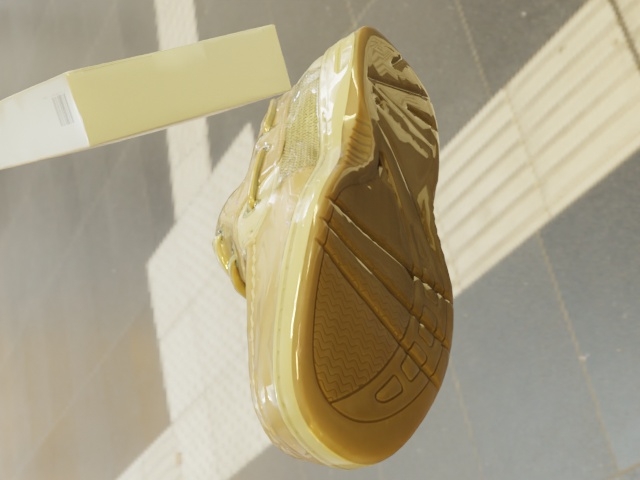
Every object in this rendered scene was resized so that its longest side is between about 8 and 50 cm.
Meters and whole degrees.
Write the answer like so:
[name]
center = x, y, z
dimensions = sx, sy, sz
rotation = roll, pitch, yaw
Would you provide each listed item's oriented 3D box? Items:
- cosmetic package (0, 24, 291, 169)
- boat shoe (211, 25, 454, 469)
[cosmetic package]
center = -0.258, -0.184, 1.394
dimensions = 0.377, 0.284, 0.098
rotation = -1, 109, 58
[boat shoe]
center = 0.000, 0.000, 0.549
dimensions = 0.098, 0.109, 0.302
rotation = -28, 33, 26
